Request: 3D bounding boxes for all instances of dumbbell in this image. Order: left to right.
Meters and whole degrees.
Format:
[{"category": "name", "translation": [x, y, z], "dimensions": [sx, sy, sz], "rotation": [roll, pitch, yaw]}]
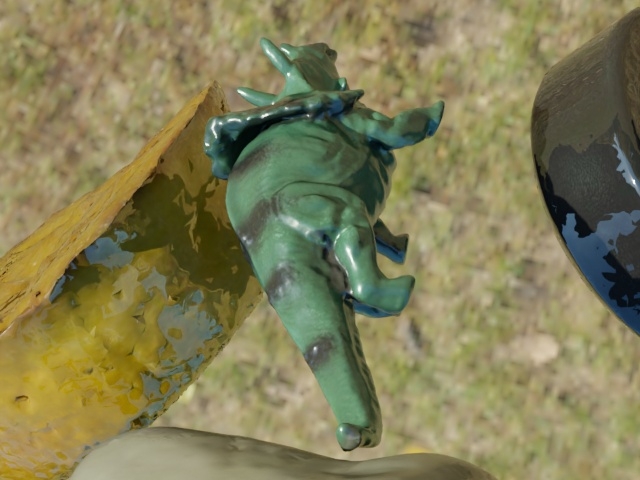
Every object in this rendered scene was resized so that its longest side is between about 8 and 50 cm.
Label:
[{"category": "dumbbell", "translation": [0.283, -0.084, 1.005], "dimensions": [0.204, 0.203, 0.322], "rotation": [37, 132, -21]}]

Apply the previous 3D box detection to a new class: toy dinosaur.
[{"category": "toy dinosaur", "translation": [0.016, 0.001, 0.958], "dimensions": [0.120, 0.292, 0.079], "rotation": [4, 135, -25]}]

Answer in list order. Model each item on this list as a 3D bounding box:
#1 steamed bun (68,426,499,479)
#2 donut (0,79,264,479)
[{"category": "steamed bun", "translation": [0.044, 0.249, 0.773], "dimensions": [0.255, 0.367, 0.342], "rotation": [-18, 123, 20]}, {"category": "donut", "translation": [-0.127, 0.034, 1.162], "dimensions": [0.108, 0.277, 0.277], "rotation": [45, 133, -13]}]
